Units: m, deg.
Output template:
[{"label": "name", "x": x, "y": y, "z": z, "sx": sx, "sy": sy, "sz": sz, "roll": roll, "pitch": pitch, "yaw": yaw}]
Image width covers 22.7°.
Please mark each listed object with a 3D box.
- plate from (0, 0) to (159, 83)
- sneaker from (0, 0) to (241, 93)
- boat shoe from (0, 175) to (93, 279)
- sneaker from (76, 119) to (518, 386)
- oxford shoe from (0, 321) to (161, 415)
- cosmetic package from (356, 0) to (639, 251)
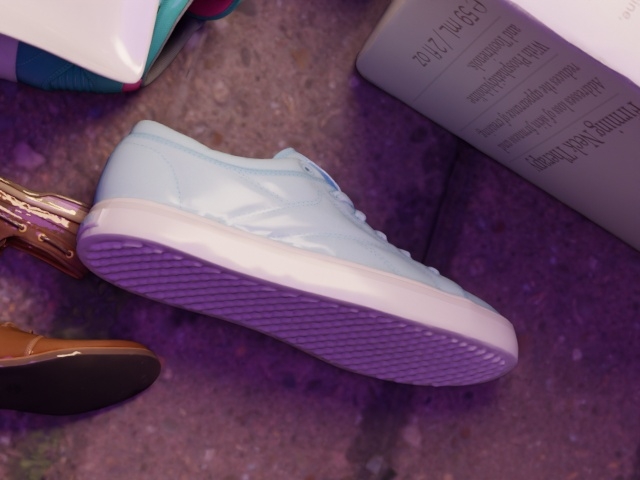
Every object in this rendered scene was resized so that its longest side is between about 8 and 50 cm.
[{"label": "plate", "x": -0.202, "y": -0.273, "z": 1.100, "sx": 0.045, "sy": 0.277, "sz": 0.278, "roll": 8, "pitch": 86, "yaw": 37}, {"label": "sneaker", "x": -0.138, "y": -0.245, "z": 1.260, "sx": 0.178, "sy": 0.124, "sz": 0.295, "roll": 18, "pitch": 88, "yaw": -2}, {"label": "boat shoe", "x": -0.256, "y": -0.018, "z": 1.250, "sx": 0.178, "sy": 0.064, "sz": 0.060, "roll": 18, "pitch": 80, "yaw": -9}, {"label": "sneaker", "x": 0.000, "y": 0.000, "z": 1.258, "sx": 0.366, "sy": 0.135, "sz": 0.150, "roll": 21, "pitch": 62, "yaw": -17}, {"label": "oxford shoe", "x": -0.231, "y": 0.092, "z": 1.244, "sx": 0.212, "sy": 0.076, "sz": 0.076, "roll": -1, "pitch": 44, "yaw": -19}, {"label": "cosmetic package", "x": 0.295, "y": -0.192, "z": 1.221, "sx": 0.394, "sy": 0.329, "sz": 0.327, "roll": 32, "pitch": 79, "yaw": -4}]
